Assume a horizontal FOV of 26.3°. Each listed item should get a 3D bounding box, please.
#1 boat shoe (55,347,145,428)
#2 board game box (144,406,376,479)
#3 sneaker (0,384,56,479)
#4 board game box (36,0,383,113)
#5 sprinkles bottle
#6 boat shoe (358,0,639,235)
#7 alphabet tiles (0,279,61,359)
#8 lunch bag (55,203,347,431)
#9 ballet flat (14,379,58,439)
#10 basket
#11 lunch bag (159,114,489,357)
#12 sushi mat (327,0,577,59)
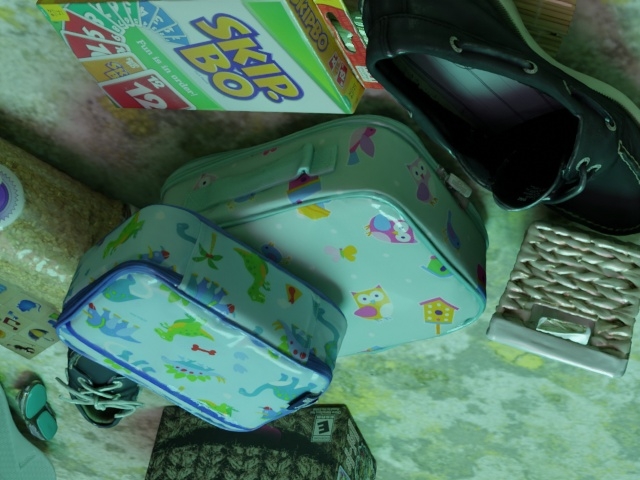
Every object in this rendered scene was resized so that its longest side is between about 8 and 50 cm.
[{"bbox_3d":[-0.225,0.140,1.420,0.095,0.079,0.254,12,161,-9],"label":"boat shoe"},{"bbox_3d":[-0.082,0.345,1.530,0.232,0.291,0.141,-3,142,18],"label":"board game box"},{"bbox_3d":[-0.440,0.229,1.631,0.147,0.104,0.296,3,139,23],"label":"sneaker"},{"bbox_3d":[-0.083,-0.148,1.033,0.259,0.039,0.124,2,145,32],"label":"board game box"},{"bbox_3d":[-0.309,-0.041,1.214,0.355,0.121,0.121,30,140,-23],"label":"sprinkles bottle"},{"bbox_3d":[0.148,-0.080,1.011,0.127,0.113,0.340,-16,136,34],"label":"boat shoe"},{"bbox_3d":[-0.298,0.061,1.445,0.198,0.009,0.237,32,140,-26],"label":"alphabet tiles"},{"bbox_3d":[-0.102,0.074,1.161,0.219,0.090,0.176,34,141,-23],"label":"lunch bag"},{"bbox_3d":[-0.342,0.197,1.618,0.041,0.041,0.114,5,142,8],"label":"ballet flat"},{"bbox_3d":[0.211,0.043,1.133,0.113,0.103,0.167,17,-176,13],"label":"basket"},{"bbox_3d":[0.000,0.000,1.197,0.279,0.108,0.224,-15,134,31],"label":"lunch bag"},{"bbox_3d":[0.028,-0.190,1.007,0.316,0.019,0.151,13,144,-3],"label":"sushi mat"}]
